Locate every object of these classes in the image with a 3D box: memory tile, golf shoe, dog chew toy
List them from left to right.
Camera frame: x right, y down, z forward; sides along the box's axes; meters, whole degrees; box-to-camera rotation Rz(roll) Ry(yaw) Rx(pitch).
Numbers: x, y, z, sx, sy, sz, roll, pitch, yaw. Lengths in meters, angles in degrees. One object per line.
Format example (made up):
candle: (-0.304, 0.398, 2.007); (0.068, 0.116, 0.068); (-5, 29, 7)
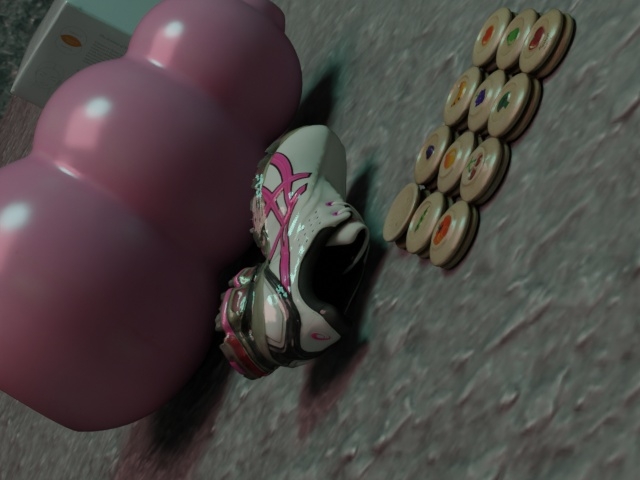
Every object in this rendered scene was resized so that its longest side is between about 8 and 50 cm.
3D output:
dog chew toy: (-0.130, -0.034, 1.211); (0.332, 0.206, 0.206); (-59, 16, -6)
golf shoe: (0.000, 0.000, 1.010); (0.086, 0.067, 0.186); (-19, 41, 30)
memory tile: (0.082, -0.058, 0.914); (0.148, 0.012, 0.113); (-64, 17, 2)

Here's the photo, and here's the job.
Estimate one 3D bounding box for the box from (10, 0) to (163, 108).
box: (-0.252, -0.217, 1.922); (0.170, 0.130, 0.091); (-47, 24, 44)
